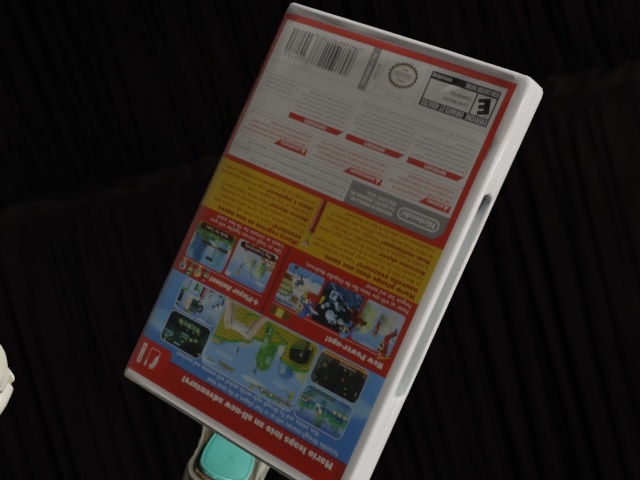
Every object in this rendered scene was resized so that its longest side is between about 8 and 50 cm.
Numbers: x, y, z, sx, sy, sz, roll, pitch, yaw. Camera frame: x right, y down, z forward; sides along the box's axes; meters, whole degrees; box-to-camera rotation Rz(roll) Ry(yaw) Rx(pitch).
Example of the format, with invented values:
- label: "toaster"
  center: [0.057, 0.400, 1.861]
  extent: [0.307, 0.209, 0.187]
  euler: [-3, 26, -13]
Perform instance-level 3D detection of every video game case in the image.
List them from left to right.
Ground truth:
- label: "video game case"
  center: [0.000, 0.000, 0.809]
  extent: [0.204, 0.285, 0.025]
  euler: [25, 0, 35]

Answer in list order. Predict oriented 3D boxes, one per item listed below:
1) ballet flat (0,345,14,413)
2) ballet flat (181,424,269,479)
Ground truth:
- label: "ballet flat"
  center: [-0.225, 0.086, 0.756]
  extent: [0.073, 0.080, 0.232]
  euler: [19, -21, 1]
- label: "ballet flat"
  center: [-0.071, 0.170, 0.997]
  extent: [0.072, 0.068, 0.213]
  euler: [21, 20, 3]
